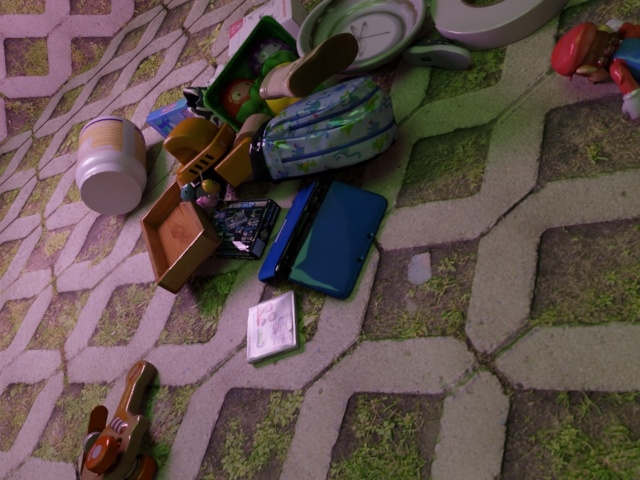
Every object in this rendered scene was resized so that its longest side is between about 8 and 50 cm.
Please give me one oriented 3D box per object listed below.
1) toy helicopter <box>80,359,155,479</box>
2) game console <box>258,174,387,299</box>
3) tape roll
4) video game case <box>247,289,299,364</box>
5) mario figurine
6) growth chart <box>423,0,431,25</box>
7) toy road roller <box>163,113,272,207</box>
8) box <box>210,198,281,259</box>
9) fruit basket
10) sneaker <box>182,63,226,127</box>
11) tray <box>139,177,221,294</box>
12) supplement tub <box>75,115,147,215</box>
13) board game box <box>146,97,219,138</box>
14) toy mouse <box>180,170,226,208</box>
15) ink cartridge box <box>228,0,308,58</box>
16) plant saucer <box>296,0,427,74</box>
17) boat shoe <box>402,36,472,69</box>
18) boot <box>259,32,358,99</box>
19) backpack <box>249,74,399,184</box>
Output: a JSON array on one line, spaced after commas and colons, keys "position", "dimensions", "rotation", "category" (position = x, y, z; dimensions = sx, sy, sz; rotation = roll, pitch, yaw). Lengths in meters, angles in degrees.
[{"position": [-0.516, 0.471, 1.434], "dimensions": [0.235, 0.140, 0.354], "rotation": [-28, 35, 30], "category": "toy helicopter"}, {"position": [0.000, 0.000, 1.432], "dimensions": [0.292, 0.174, 0.250], "rotation": [-65, 16, -19], "category": "game console"}, {"position": [0.491, -0.686, 1.527], "dimensions": [0.392, 0.072, 0.391], "rotation": [-19, 50, 24], "category": "tape roll"}, {"position": [-0.118, 0.212, 1.373], "dimensions": [0.143, 0.019, 0.157], "rotation": [-23, 48, 22], "category": "video game case"}, {"position": [0.650, -0.364, 1.171], "dimensions": [0.321, 0.170, 0.198], "rotation": [21, 38, 33], "category": "mario figurine"}, {"position": [0.276, -0.741, 1.763], "dimensions": [0.172, 0.021, 0.237], "rotation": [-8, 58, 34], "category": "growth chart"}, {"position": [-0.302, -0.278, 1.645], "dimensions": [0.330, 0.240, 0.202], "rotation": [-35, 24, 26], "category": "toy road roller"}, {"position": [-0.238, -0.033, 1.615], "dimensions": [0.221, 0.051, 0.175], "rotation": [0, 60, 37], "category": "box"}, {"position": [-0.157, -0.490, 1.756], "dimensions": [0.392, 0.283, 0.391], "rotation": [-37, 30, 26], "category": "fruit basket"}, {"position": [-0.387, -0.514, 1.890], "dimensions": [0.094, 0.153, 0.234], "rotation": [12, 83, 41], "category": "sneaker"}, {"position": [-0.434, -0.029, 1.696], "dimensions": [0.202, 0.076, 0.411], "rotation": [-49, 35, 6], "category": "tray"}, {"position": [-0.763, -0.276, 2.048], "dimensions": [0.241, 0.241, 0.331], "rotation": [-32, 45, 15], "category": "supplement tub"}, {"position": [-0.492, -0.422, 2.009], "dimensions": [0.211, 0.160, 0.047], "rotation": [-12, 53, 30], "category": "board game box"}, {"position": [-0.344, -0.122, 1.588], "dimensions": [0.143, 0.161, 0.031], "rotation": [-23, 58, 21], "category": "toy mouse"}, {"position": [-0.191, -0.768, 2.062], "dimensions": [0.283, 0.117, 0.207], "rotation": [-23, 48, 22], "category": "ink cartridge box"}, {"position": [0.129, -0.623, 1.687], "dimensions": [0.401, 0.100, 0.400], "rotation": [-12, 56, 17], "category": "plant saucer"}, {"position": [0.328, -0.521, 1.532], "dimensions": [0.229, 0.080, 0.076], "rotation": [22, 76, 52], "category": "boat shoe"}, {"position": [-0.035, -0.478, 1.553], "dimensions": [0.262, 0.095, 0.204], "rotation": [-45, 27, -19], "category": "boot"}, {"position": [0.026, -0.285, 1.465], "dimensions": [0.356, 0.273, 0.290], "rotation": [8, 29, 26], "category": "backpack"}]
